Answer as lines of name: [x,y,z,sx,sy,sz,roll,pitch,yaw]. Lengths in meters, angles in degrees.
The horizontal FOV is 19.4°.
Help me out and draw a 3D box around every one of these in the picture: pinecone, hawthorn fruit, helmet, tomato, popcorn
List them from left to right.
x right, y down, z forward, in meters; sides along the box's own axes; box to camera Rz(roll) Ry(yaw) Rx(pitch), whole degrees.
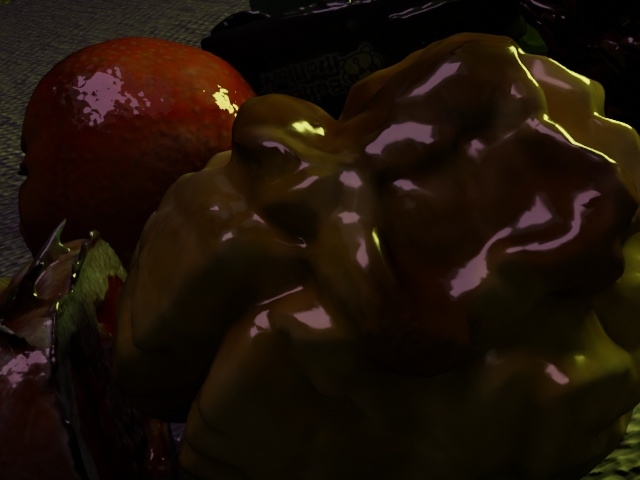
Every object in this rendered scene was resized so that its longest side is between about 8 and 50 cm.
tomato: [-0.160,0.106,0.925,0.155,0.181,0.214,-21,13,7]
hawthorn fruit: [-0.107,-0.053,1.348,0.225,0.196,0.196,-7,17,-3]
popcorn: [0.021,0.040,0.929,0.265,0.225,0.332,-14,-9,-38]
helmet: [0.049,-0.118,1.454,0.279,0.160,0.230,-5,7,23]
pinecone: [0.238,-0.152,1.336,0.221,0.221,0.221,-14,17,4]

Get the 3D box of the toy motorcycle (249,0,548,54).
toy motorcycle: [0.104,-0.199,1.660,0.326,0.191,0.200,-1,17,12]
